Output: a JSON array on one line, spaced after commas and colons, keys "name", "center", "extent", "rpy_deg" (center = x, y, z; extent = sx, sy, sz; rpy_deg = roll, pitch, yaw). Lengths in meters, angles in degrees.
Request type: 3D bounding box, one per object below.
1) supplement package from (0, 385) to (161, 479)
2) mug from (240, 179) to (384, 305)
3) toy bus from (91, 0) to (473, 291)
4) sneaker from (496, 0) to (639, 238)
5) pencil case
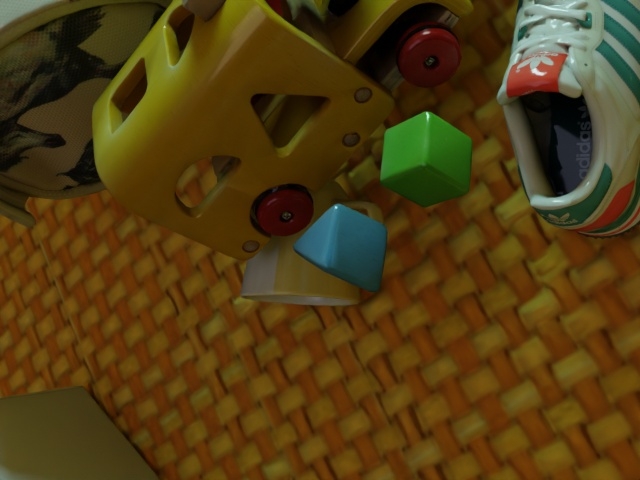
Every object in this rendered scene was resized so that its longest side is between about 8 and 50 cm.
[{"name": "supplement package", "center": [-0.155, 0.189, 0.554], "extent": [0.179, 0.105, 0.105], "rpy_deg": [42, 113, 28]}, {"name": "mug", "center": [-0.001, 0.001, 0.479], "extent": [0.078, 0.062, 0.064], "rpy_deg": [1, 81, 13]}, {"name": "toy bus", "center": [-0.020, -0.090, 0.414], "extent": [0.191, 0.104, 0.202], "rpy_deg": [1, 70, 53]}, {"name": "sneaker", "center": [0.107, -0.081, 0.384], "extent": [0.057, 0.075, 0.161], "rpy_deg": [-2, 88, 36]}, {"name": "pencil case", "center": [-0.217, -0.215, 0.568], "extent": [0.183, 0.160, 0.410], "rpy_deg": [-40, 67, 20]}]
